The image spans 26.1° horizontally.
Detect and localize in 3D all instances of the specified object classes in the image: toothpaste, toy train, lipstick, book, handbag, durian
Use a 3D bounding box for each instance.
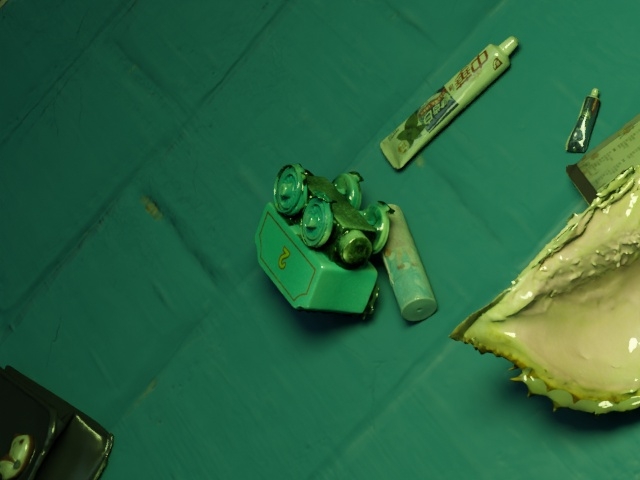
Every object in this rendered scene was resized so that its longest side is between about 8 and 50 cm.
[{"bbox_3d":[0.171,-0.183,1.806,0.233,0.038,0.060,-43,44,16],"label":"toothpaste"},{"bbox_3d":[0.000,0.000,1.757,0.203,0.112,0.163,51,126,53],"label":"toy train"},{"bbox_3d":[0.103,0.026,1.734,0.048,0.048,0.158,-34,48,20],"label":"lipstick"},{"bbox_3d":[0.386,-0.123,1.546,0.231,0.026,0.157,-40,18,11],"label":"book"},{"bbox_3d":[-0.486,0.343,1.994,0.329,0.122,0.303,23,82,46],"label":"handbag"},{"bbox_3d":[0.316,0.078,1.466,0.305,0.185,0.196,-41,73,5],"label":"durian"},{"bbox_3d":[0.321,-0.145,1.673,0.027,0.019,0.083,16,80,26],"label":"toothpaste"}]
